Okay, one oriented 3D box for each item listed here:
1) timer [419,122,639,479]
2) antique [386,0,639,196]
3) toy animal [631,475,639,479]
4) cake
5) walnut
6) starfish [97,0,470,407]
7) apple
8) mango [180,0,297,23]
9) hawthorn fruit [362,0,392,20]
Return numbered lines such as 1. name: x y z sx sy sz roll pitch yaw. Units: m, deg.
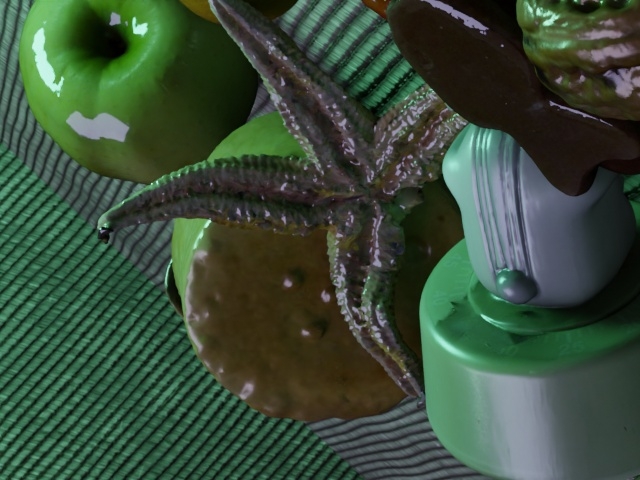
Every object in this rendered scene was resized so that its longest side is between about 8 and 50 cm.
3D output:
1. timer: 0.203 0.007 1.609 0.291 0.291 0.315 25 140 47
2. antique: 0.178 -0.145 1.433 0.257 0.143 0.121 38 145 -11
3. toy animal: 0.438 0.285 1.801 0.256 0.195 0.213 49 127 16
4. cake: -0.007 -0.004 2.001 0.332 0.332 0.321 49 -173 -23
5. walnut: 0.223 -0.159 1.274 0.184 0.155 0.155 11 146 55
6. starfish: 0.014 -0.043 1.738 0.383 0.132 0.398 18 134 -17
7. apple: -0.200 -0.185 2.069 0.279 0.279 0.279 39 164 13
8. mango: -0.086 -0.299 1.668 0.175 0.139 0.254 28 154 14
9. hawthorn fruit: 0.076 -0.224 1.597 0.081 0.081 0.093 37 -167 19
